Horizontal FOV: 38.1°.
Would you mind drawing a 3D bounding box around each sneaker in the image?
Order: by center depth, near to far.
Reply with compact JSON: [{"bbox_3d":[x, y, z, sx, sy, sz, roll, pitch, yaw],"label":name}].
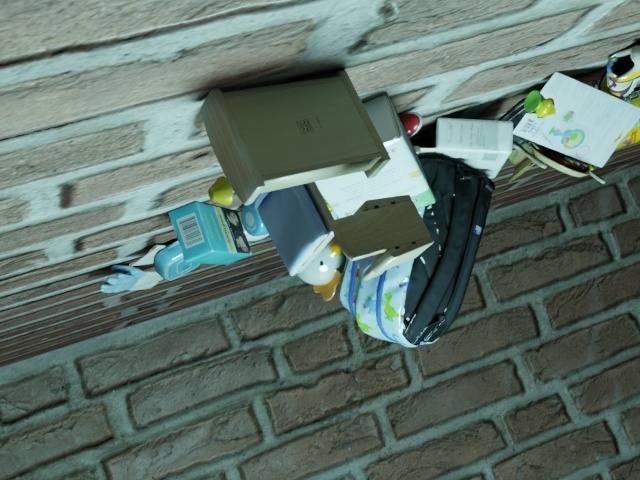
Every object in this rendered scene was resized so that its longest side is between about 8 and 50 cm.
[{"bbox_3d":[0.108,-0.180,1.536,0.118,0.042,0.067,-21,177,35],"label":"sneaker"},{"bbox_3d":[0.541,-0.307,1.673,0.084,0.069,0.185,-5,165,-18],"label":"sneaker"}]

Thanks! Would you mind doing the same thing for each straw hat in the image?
[{"bbox_3d":[0.518,-0.214,2.359,0.144,0.061,0.144,-36,173,-5],"label":"straw hat"}]

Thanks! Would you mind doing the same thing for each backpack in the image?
[{"bbox_3d":[0.187,0.033,1.833,0.274,0.355,0.290,0,175,32],"label":"backpack"}]

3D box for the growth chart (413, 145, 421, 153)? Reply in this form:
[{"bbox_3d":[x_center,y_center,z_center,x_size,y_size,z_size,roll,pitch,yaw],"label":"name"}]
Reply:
[{"bbox_3d":[0.038,-0.136,1.596,0.237,0.021,0.172,-12,-175,-8],"label":"growth chart"}]

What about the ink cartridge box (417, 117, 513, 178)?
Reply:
[{"bbox_3d":[0.228,-0.178,1.811,0.261,0.066,0.296,3,175,5],"label":"ink cartridge box"}]

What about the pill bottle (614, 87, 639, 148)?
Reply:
[{"bbox_3d":[0.684,-0.272,2.105,0.215,0.117,0.117,-19,174,-4],"label":"pill bottle"}]

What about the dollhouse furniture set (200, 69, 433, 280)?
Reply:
[{"bbox_3d":[-0.062,-0.030,1.212,0.198,0.286,0.303,-15,161,-33],"label":"dollhouse furniture set"}]

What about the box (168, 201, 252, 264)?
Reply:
[{"bbox_3d":[-0.208,-0.010,1.783,0.060,0.100,0.244,-21,174,11],"label":"box"}]

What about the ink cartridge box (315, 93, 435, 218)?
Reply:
[{"bbox_3d":[0.074,-0.114,1.450,0.154,0.093,0.212,-21,150,11],"label":"ink cartridge box"}]

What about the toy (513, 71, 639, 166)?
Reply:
[{"bbox_3d":[0.475,-0.233,1.733,0.237,0.056,0.136,13,123,-32],"label":"toy"}]

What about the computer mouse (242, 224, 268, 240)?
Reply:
[{"bbox_3d":[-0.177,-0.013,2.108,0.193,0.042,0.106,-16,172,-22],"label":"computer mouse"}]

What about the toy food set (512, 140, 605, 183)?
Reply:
[{"bbox_3d":[0.469,-0.167,1.803,0.192,0.132,0.038,8,117,-35],"label":"toy food set"}]

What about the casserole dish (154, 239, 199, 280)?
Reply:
[{"bbox_3d":[-0.311,0.042,2.063,0.114,0.037,0.188,-28,169,-16],"label":"casserole dish"}]

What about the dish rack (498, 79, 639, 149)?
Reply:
[{"bbox_3d":[0.508,-0.265,1.881,0.272,0.074,0.208,-20,175,-11],"label":"dish rack"}]

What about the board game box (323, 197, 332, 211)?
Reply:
[{"bbox_3d":[-0.014,-0.091,1.704,0.181,0.092,0.043,-19,172,-3],"label":"board game box"}]

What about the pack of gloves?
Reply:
[{"bbox_3d":[-0.388,0.048,2.091,0.195,0.046,0.232,-36,168,18],"label":"pack of gloves"}]

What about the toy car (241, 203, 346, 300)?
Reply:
[{"bbox_3d":[0.000,0.000,1.862,0.219,0.237,0.210,-14,172,-39],"label":"toy car"}]
